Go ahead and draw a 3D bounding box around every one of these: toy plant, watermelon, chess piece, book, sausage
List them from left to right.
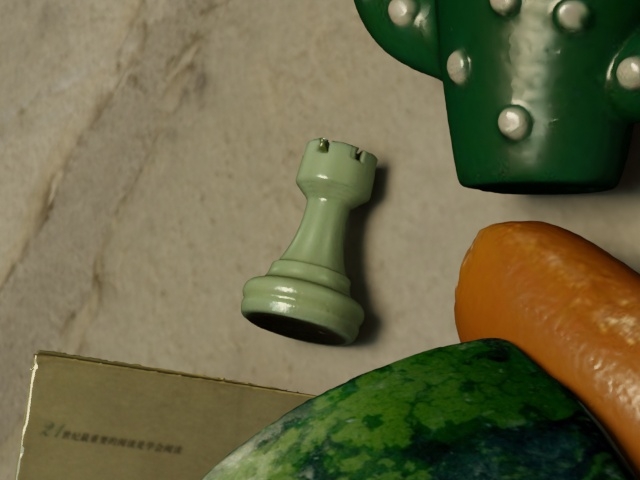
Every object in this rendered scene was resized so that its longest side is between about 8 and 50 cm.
[{"bbox_3d":[-0.065,0.210,0.905,0.214,0.025,0.283,10,82,-2],"label":"book"},{"bbox_3d":[0.000,0.000,0.968,0.067,0.067,0.103,3,72,40],"label":"chess piece"},{"bbox_3d":[0.026,0.246,0.730,0.292,0.222,0.319,52,132,49],"label":"watermelon"},{"bbox_3d":[0.115,-0.145,0.876,0.232,0.112,0.243,-31,66,32],"label":"toy plant"},{"bbox_3d":[0.148,0.074,0.805,0.238,0.098,0.098,44,107,39],"label":"sausage"}]
